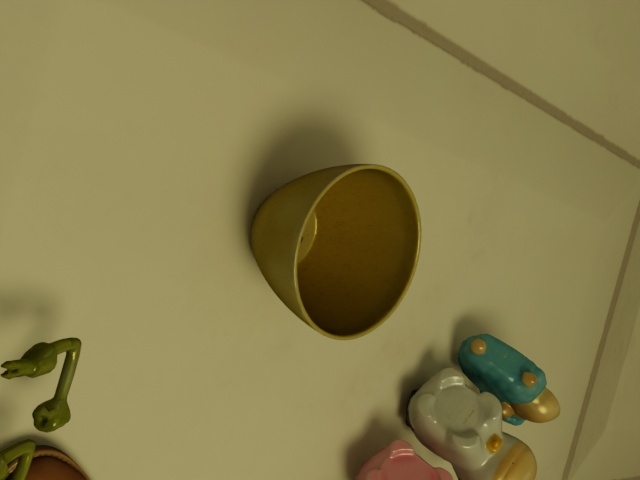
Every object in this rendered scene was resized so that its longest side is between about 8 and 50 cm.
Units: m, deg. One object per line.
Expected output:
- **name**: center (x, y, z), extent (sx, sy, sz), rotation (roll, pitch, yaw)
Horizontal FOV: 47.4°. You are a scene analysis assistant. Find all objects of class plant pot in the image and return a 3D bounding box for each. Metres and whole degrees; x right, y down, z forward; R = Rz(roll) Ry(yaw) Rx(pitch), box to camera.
- **plant pot**: center (0.000, 0.000, 0.575), extent (0.134, 0.095, 0.134), rotation (-15, 112, -40)

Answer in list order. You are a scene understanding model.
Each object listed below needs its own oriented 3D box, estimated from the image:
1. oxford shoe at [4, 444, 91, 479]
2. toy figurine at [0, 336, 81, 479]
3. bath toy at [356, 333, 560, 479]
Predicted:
- **oxford shoe**: center (-0.164, 0.235, 0.502), extent (0.076, 0.076, 0.212), rotation (-28, 118, -33)
- **toy figurine**: center (-0.167, 0.225, 0.321), extent (0.191, 0.217, 0.362), rotation (34, 79, -59)
- **bath toy**: center (0.102, 0.256, 0.732), extent (0.348, 0.151, 0.129), rotation (-40, 161, -28)
